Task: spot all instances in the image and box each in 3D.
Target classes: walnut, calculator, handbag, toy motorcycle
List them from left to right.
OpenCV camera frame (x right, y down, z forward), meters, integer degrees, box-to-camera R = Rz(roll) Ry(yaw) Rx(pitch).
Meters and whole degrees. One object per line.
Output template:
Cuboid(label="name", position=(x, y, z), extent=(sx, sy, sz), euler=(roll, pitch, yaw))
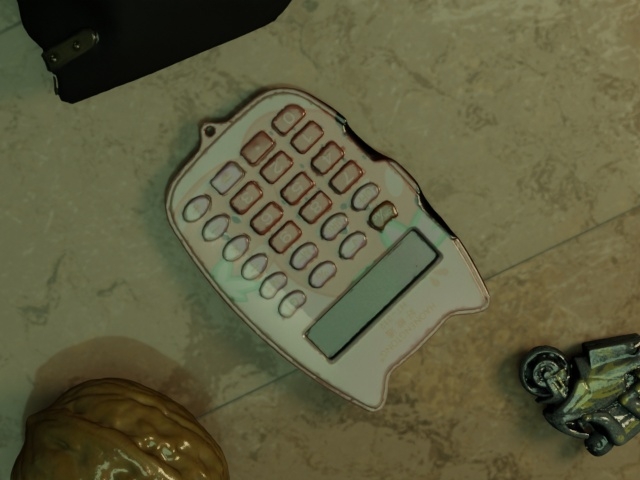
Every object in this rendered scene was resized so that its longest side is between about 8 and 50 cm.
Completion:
Cuboid(label="handbag", position=(-0.198, -0.301, 1.475), extent=(0.288, 0.152, 0.342), euler=(-34, 100, 12))
Cuboid(label="walnut", position=(-0.196, 0.233, 1.557), extent=(0.213, 0.213, 0.213), euler=(-1, 101, -7))
Cuboid(label="calculator", position=(0.000, 0.000, 1.606), extent=(0.220, 0.048, 0.330), euler=(-43, 101, 4))
Cuboid(label="toy motorcycle", position=(0.301, 0.161, 1.664), extent=(0.193, 0.061, 0.124), euler=(-5, 101, -4))
